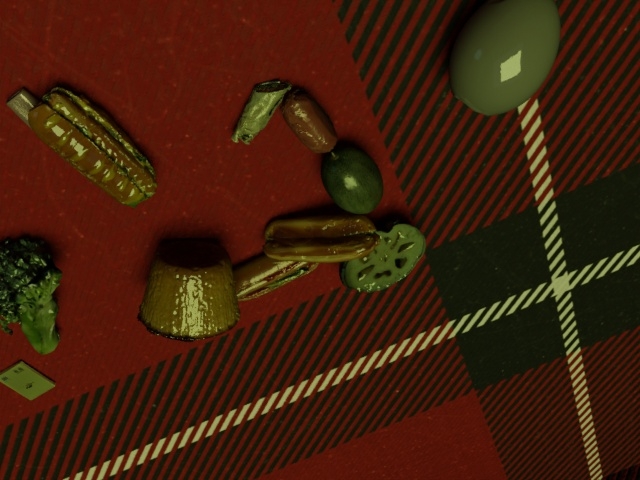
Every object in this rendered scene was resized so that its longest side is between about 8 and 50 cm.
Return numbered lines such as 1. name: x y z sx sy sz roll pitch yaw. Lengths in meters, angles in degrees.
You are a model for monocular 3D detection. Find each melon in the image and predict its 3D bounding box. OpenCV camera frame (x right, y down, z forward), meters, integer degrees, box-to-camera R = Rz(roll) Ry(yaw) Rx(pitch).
1. melon: 0.062 -0.122 1.405 0.114 0.114 0.167 -32 132 12

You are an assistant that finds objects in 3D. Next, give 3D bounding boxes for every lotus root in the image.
1. lotus root: 0.127 0.019 1.565 0.183 0.078 0.204 15 123 -31

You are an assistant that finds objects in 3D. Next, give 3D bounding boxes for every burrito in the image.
1. burrito: -0.115 -0.240 1.307 0.055 0.041 0.149 22 119 -31

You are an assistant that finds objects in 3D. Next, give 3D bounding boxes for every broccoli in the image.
1. broccoli: -0.596 0.134 1.445 0.165 0.145 0.304 -42 152 -31

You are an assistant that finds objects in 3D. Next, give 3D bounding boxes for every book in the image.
1. book: -0.685 0.326 1.640 0.077 0.014 0.111 -30 129 12

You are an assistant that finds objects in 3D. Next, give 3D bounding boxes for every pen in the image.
1. pen: -0.469 -0.189 1.262 0.053 0.032 0.197 -32 127 11

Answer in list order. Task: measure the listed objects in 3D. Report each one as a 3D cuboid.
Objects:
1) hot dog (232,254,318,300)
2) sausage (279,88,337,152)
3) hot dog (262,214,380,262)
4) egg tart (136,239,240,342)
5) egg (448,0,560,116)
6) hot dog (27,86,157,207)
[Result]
1. hot dog: -0.099 0.066 1.552 0.235 0.062 0.092 -27 127 6
2. sausage: -0.022 -0.223 1.325 0.076 0.076 0.141 -32 131 12
3. hot dog: 0.000 0.000 1.468 0.249 0.100 0.068 -1 162 17
4. egg tart: -0.270 0.101 1.455 0.215 0.215 0.171 -1 114 -14
5. egg: 0.330 -0.339 1.255 0.176 0.176 0.232 13 122 -24
6. hot dog: -0.393 -0.165 1.260 0.072 0.115 0.269 -8 144 38
